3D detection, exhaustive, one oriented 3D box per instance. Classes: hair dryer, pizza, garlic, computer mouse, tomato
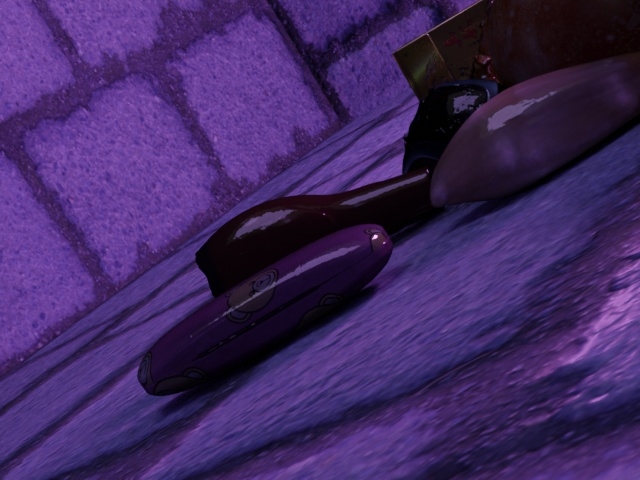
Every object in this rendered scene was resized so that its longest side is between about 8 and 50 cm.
[{"bbox_3d":[0.000,0.000,1.860,0.312,0.123,0.340,-21,-4,-1],"label":"hair dryer"},{"bbox_3d":[0.286,-0.268,2.255,0.289,0.081,0.229,88,-163,-57],"label":"pizza"},{"bbox_3d":[0.263,-0.132,1.564,0.318,0.112,0.143,-21,3,-7],"label":"garlic"},{"bbox_3d":[0.163,-0.139,1.840,0.137,0.096,0.233,-67,14,-19],"label":"computer mouse"},{"bbox_3d":[0.335,-0.285,1.780,0.270,0.222,0.270,-28,6,3],"label":"tomato"}]

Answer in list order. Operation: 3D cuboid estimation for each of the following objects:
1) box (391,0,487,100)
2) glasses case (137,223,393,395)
[{"bbox_3d":[0.311,-0.364,2.680,0.311,0.173,0.043,-29,6,13],"label":"box"},{"bbox_3d":[-0.061,0.076,1.535,0.316,0.076,0.123,-31,7,8],"label":"glasses case"}]
